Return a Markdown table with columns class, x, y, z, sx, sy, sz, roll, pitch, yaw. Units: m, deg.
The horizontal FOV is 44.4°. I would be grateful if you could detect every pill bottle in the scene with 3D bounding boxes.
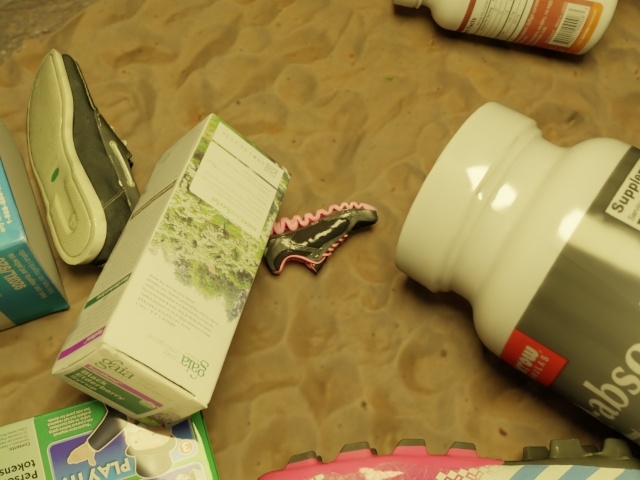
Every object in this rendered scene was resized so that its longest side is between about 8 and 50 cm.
| class | x | y | z | sx | sy | sz | roll | pitch | yaw |
| --- | --- | --- | --- | --- | --- | --- | --- | --- | --- |
| pill bottle | 0.190 | -0.273 | 0.820 | 0.216 | 0.121 | 0.121 | 11 | 68 | -3 |
| pill bottle | 0.258 | 0.044 | 0.645 | 0.363 | 0.210 | 0.210 | 32 | 68 | 17 |

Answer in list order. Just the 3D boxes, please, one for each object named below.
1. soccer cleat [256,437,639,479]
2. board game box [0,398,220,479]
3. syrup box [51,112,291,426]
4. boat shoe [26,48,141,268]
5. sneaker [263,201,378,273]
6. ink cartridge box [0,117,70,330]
| class | x | y | z | sx | sy | sz | roll | pitch | yaw |
| --- | --- | --- | --- | --- | --- | --- | --- | --- | --- |
| soccer cleat | 0.113 | 0.232 | 0.614 | 0.331 | 0.116 | 0.143 | 0 | 68 | -7 |
| board game box | -0.226 | 0.249 | 0.606 | 0.317 | 0.046 | 0.213 | -15 | 72 | -12 |
| syrup box | -0.113 | 0.021 | 0.638 | 0.093 | 0.096 | 0.237 | 36 | 50 | -24 |
| boat shoe | -0.218 | -0.077 | 0.731 | 0.079 | 0.084 | 0.233 | 4 | 54 | -45 |
| sneaker | 0.000 | 0.000 | 0.735 | 0.119 | 0.047 | 0.057 | -15 | 78 | -4 |
| ink cartridge box | -0.352 | -0.004 | 0.624 | 0.233 | 0.168 | 0.171 | -20 | 73 | -13 |
